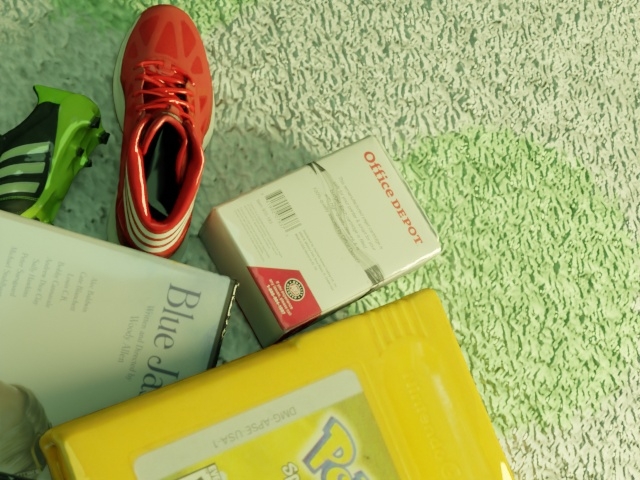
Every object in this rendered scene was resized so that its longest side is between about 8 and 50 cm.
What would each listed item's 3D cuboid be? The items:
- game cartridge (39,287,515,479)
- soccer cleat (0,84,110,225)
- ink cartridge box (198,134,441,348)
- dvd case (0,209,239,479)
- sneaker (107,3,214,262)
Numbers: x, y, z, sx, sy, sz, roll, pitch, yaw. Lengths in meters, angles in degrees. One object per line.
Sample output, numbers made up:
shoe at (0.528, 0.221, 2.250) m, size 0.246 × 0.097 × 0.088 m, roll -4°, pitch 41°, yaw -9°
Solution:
game cartridge at (0.003, 0.210, 0.913) m, size 0.324 × 0.053 × 0.285 m, roll -19°, pitch 83°, yaw -30°
soccer cleat at (-0.225, -0.036, 0.962) m, size 0.072 × 0.060 × 0.179 m, roll 22°, pitch 67°, yaw 16°
ink cartridge box at (0.000, 0.000, 1.011) m, size 0.150 × 0.063 × 0.109 m, roll -26°, pitch 80°, yaw -24°
dvd case at (-0.197, 0.080, 0.905) m, size 0.253 × 0.022 × 0.180 m, roll 17°, pitch 80°, yaw -19°
sneaker at (-0.108, -0.095, 0.974) m, size 0.087 × 0.128 × 0.221 m, roll 4°, pitch 71°, yaw -17°
